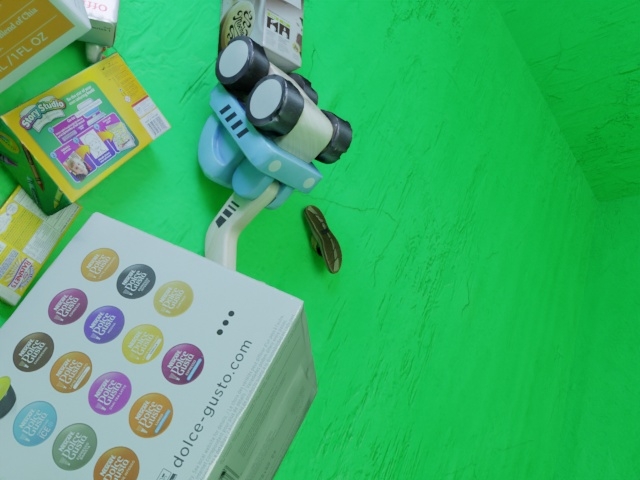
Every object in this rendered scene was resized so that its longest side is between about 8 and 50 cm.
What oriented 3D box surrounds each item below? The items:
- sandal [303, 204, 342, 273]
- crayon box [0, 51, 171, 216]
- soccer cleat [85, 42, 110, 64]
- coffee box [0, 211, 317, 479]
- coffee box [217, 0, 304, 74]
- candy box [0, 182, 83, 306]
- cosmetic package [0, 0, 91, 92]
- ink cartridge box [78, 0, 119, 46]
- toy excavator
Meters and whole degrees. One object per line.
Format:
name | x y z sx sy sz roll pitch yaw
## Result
sandal | 0.000 0.000 1.484 0.072 0.049 0.180 -18 80 -53
crayon box | -0.406 -0.190 1.038 0.165 0.081 0.278 56 42 -19
soccer cleat | -0.419 -0.419 1.117 0.076 0.068 0.196 11 77 -19
coffee box | -0.230 0.229 0.847 0.337 0.334 0.338 -60 162 -26
coffee box | -0.133 -0.517 1.362 0.119 0.168 0.297 16 71 -44
candy box | -0.483 -0.006 0.975 0.105 0.027 0.206 46 51 -32
cosmetic package | -0.532 -0.393 0.734 0.453 0.230 0.161 46 15 -54
ink cartridge box | -0.425 -0.463 1.039 0.160 0.092 0.219 7 76 -21
toy excavator | -0.145 -0.113 1.237 0.222 0.445 0.433 20 28 -51
